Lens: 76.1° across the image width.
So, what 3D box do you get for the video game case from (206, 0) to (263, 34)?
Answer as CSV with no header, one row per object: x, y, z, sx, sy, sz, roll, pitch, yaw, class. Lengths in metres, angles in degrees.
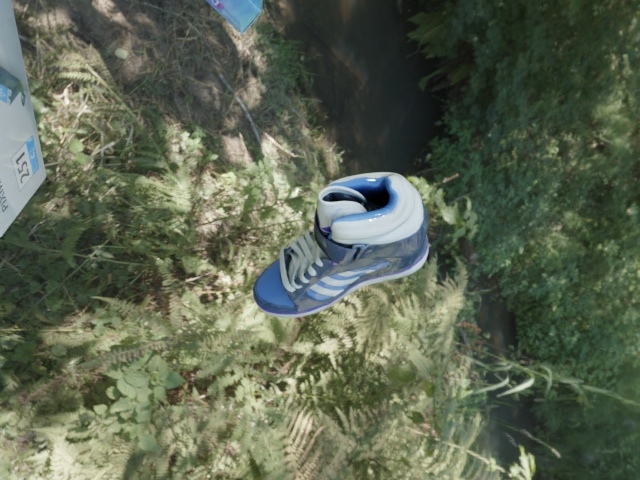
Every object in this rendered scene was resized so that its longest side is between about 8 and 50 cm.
-0.209,-0.527,0.703,0.269,0.061,0.245,34,40,-35,video game case

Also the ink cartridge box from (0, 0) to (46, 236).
-0.416,-0.113,0.450,0.066,0.296,0.261,12,44,-12,ink cartridge box

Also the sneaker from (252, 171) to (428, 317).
0.000,0.000,0.618,0.236,0.322,0.130,54,21,-54,sneaker
